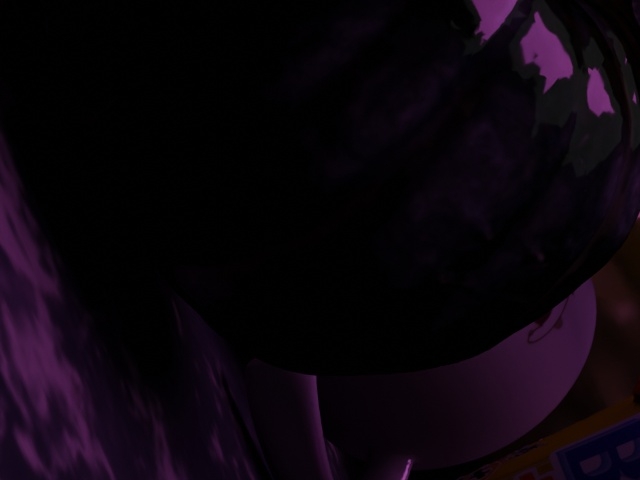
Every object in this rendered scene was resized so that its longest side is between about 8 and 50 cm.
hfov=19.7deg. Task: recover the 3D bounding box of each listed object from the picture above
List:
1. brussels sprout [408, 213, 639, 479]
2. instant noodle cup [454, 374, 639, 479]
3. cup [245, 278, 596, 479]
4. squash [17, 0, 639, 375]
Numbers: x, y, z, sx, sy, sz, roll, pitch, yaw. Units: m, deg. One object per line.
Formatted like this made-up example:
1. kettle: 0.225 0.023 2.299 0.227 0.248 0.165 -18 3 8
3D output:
1. brussels sprout: 0.135 0.077 0.945 0.294 0.227 0.259 49 -11 34
2. instant noodle cup: 0.082 0.160 0.620 0.205 0.153 0.205 -19 90 -81
3. cup: 0.014 0.012 0.719 0.134 0.173 0.142 35 -16 39
4. squash: 0.007 -0.064 0.554 0.218 0.172 0.218 -22 90 -84
